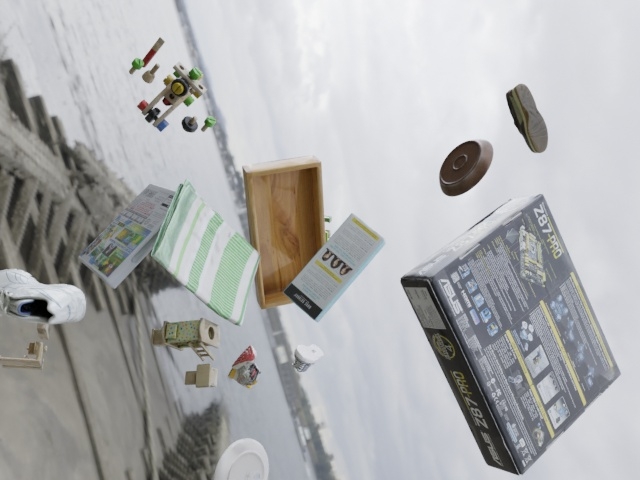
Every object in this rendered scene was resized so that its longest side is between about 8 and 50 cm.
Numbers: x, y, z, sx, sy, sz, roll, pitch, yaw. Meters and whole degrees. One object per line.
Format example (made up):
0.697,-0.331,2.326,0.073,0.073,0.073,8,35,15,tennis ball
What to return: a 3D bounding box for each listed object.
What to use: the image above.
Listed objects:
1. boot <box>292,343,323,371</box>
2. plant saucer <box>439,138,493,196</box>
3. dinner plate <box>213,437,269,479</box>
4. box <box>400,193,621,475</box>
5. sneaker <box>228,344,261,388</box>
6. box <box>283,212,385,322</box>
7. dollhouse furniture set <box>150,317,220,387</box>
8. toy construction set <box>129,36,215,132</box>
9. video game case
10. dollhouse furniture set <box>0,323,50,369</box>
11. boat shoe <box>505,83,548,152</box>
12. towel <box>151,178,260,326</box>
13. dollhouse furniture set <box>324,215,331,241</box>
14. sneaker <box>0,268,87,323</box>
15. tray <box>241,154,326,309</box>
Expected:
-0.053,0.371,2.196,0.069,0.086,0.190,45,8,18,boot
0.353,-0.187,1.771,0.029,0.168,0.168,35,15,-28,plant saucer
-0.148,0.458,1.392,0.017,0.141,0.141,-1,-70,42,dinner plate
0.351,0.159,1.278,0.097,0.318,0.394,-6,-66,61,box
-0.224,0.402,2.256,0.093,0.088,0.225,37,-27,7,sneaker
0.034,0.063,1.638,0.100,0.244,0.060,40,-4,15,box
-0.353,0.282,1.751,0.101,0.182,0.160,45,42,-62,dollhouse furniture set
-0.470,-0.531,2.334,0.237,0.257,0.308,-38,-101,37,toy construction set
-0.499,-0.024,1.916,0.036,0.300,0.329,49,-16,-28,video game case
-0.842,0.284,2.021,0.144,0.123,0.151,125,-32,-62,dollhouse furniture set
0.437,-0.256,1.516,0.049,0.056,0.152,-15,-87,65,boat shoe
-0.270,0.036,1.767,0.325,0.038,0.247,50,38,-39,towel
0.000,0.000,2.183,0.076,0.059,0.151,-46,139,-70,dollhouse furniture set
-0.706,0.135,1.678,0.129,0.297,0.110,-21,116,-75,sneaker
-0.093,-0.020,1.982,0.076,0.203,0.410,-127,-150,-59,tray
